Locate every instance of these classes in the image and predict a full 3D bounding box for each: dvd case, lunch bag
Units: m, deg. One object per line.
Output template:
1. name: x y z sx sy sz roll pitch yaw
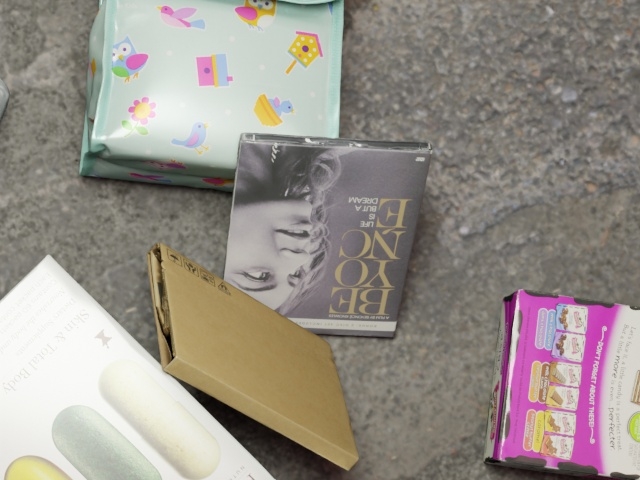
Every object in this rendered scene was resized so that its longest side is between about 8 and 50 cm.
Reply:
1. dvd case: 0.000 0.000 1.640 0.164 0.221 0.018 3 42 -8
2. lunch bag: -0.093 -0.182 1.663 0.223 0.160 0.262 8 79 -10

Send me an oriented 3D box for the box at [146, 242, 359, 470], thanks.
1. box: -0.059 0.099 1.599 0.201 0.164 0.021 33 113 -28

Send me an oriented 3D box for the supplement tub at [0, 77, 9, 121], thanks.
1. supplement tub: -0.355 -0.068 1.631 0.117 0.117 0.190 21 80 -5

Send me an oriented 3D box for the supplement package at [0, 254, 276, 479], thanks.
1. supplement package: -0.206 0.182 1.574 0.263 0.198 0.199 45 78 0

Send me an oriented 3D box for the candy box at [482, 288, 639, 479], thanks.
1. candy box: 0.276 0.141 1.713 0.233 0.071 0.159 9 80 -6
